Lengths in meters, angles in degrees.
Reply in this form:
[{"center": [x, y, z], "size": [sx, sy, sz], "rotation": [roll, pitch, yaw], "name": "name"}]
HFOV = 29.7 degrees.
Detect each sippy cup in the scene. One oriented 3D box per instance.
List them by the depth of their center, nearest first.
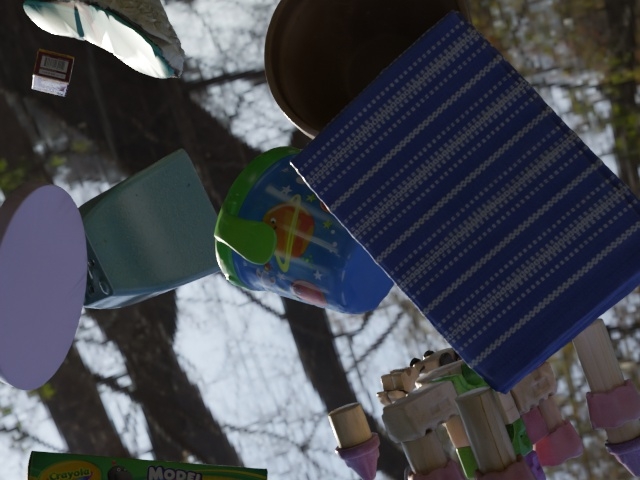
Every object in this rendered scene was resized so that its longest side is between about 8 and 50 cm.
[{"center": [0.000, 0.000, 1.821], "size": [0.224, 0.240, 0.305], "rotation": [24, -131, 33], "name": "sippy cup"}]

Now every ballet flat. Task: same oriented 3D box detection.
[{"center": [-0.360, -0.402, 2.099], "size": [0.409, 0.147, 0.147], "rotation": [26, -138, 35], "name": "ballet flat"}]

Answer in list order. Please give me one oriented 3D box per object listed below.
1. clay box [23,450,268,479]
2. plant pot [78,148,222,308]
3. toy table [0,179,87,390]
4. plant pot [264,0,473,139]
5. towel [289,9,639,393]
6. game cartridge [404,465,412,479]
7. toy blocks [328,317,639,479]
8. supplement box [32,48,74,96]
[{"center": [-0.166, 0.217, 1.008], "size": [0.222, 0.053, 0.127], "rotation": [8, 156, -14], "name": "clay box"}, {"center": [-0.363, 0.004, 2.322], "size": [0.252, 0.247, 0.247], "rotation": [-28, -175, -37], "name": "plant pot"}, {"center": [-0.417, 0.043, 1.562], "size": [0.161, 0.274, 0.252], "rotation": [16, -170, 28], "name": "toy table"}, {"center": [0.064, -0.205, 1.368], "size": [0.237, 0.237, 0.110], "rotation": [-11, 164, 16], "name": "plant pot"}, {"center": [0.164, -0.038, 1.241], "size": [0.243, 0.336, 0.040], "rotation": [-43, 174, 12], "name": "towel"}, {"center": [0.154, 0.389, 1.860], "size": [0.017, 0.056, 0.083], "rotation": [-34, -138, 23], "name": "game cartridge"}, {"center": [0.201, 0.270, 1.416], "size": [0.289, 0.260, 0.309], "rotation": [-23, -176, -42], "name": "toy blocks"}, {"center": [-0.402, -0.251, 1.810], "size": [0.055, 0.043, 0.083], "rotation": [11, 170, -13], "name": "supplement box"}]
